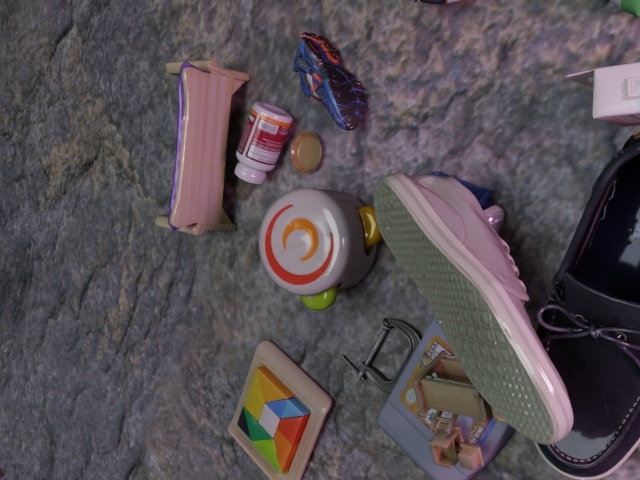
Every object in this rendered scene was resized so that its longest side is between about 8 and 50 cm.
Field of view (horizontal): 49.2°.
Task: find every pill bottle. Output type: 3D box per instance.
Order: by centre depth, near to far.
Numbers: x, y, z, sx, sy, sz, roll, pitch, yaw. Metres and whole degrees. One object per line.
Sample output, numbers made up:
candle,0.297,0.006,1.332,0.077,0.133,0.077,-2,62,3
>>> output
pill bottle,-0.120,-0.196,1.416,0.086,0.086,0.152,39,115,35

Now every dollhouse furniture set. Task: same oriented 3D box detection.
dollhouse furniture set,0.254,0.262,1.035,0.181,0.101,0.161,2,117,42

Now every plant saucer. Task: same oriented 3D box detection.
plant saucer,-0.025,-0.173,1.377,0.083,0.015,0.084,0,90,43

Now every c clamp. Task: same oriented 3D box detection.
c clamp,0.111,0.203,1.254,0.137,0.022,0.161,47,121,31

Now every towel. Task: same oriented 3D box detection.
towel,0.214,-0.074,1.129,0.119,0.067,0.029,29,150,38

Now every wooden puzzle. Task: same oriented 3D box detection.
wooden puzzle,-0.095,0.360,1.429,0.221,0.044,0.239,37,114,36

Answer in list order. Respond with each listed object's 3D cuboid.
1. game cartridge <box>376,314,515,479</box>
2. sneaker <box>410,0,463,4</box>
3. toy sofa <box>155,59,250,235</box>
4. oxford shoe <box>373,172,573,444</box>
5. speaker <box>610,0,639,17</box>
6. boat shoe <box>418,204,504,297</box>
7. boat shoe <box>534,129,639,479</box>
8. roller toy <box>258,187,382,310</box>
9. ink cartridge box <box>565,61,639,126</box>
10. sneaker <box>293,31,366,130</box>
game cartridge,0.224,0.252,1.133,0.198,0.062,0.297,42,117,38
sneaker,0.213,-0.494,1.021,0.321,0.127,0.126,104,170,-55
toy sofa,-0.277,-0.199,1.499,0.150,0.177,0.363,11,99,41
oxford shoe,0.219,0.061,0.957,0.169,0.130,0.449,98,152,-47
speaker,0.372,-0.436,0.940,0.131,0.131,0.297,-48,60,31
boat shoe,0.231,0.029,1.092,0.184,0.066,0.063,-47,56,6
boat shoe,0.381,0.089,0.911,0.186,0.156,0.501,23,106,30
roller toy,0.000,0.000,1.270,0.191,0.146,0.209,37,109,26
ink cartridge box,0.429,-0.188,0.898,0.198,0.115,0.067,2,92,43
sneaker,0.014,-0.287,1.311,0.087,0.083,0.221,-55,51,44
